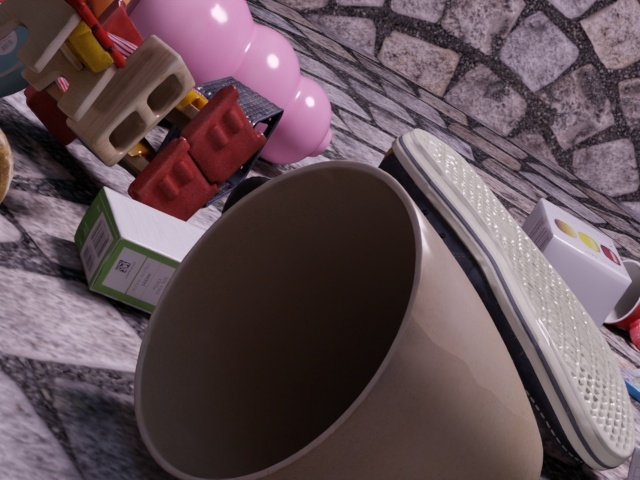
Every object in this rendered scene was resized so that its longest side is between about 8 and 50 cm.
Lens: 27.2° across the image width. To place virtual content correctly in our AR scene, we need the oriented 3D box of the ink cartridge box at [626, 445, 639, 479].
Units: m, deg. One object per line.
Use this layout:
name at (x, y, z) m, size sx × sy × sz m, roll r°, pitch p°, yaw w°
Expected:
ink cartridge box at (0.460, 0.279, 1.482) m, size 0.207 × 0.046 × 0.097 m, roll 15°, pitch 5°, yaw 33°

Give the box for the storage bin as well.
storage bin at (-0.124, -0.124, 1.615) m, size 0.084 × 0.122 × 0.180 m, roll 32°, pitch 15°, yaw 3°

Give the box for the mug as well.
mug at (0.546, 0.134, 2.198) m, size 0.169 × 0.150 × 0.113 m, roll 28°, pitch -22°, yaw -29°

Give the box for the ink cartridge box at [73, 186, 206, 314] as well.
ink cartridge box at (-0.118, 0.034, 1.234) m, size 0.209 × 0.062 × 0.109 m, roll 24°, pitch 17°, yaw -28°

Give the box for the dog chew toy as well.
dog chew toy at (-0.123, -0.225, 1.820) m, size 0.332 × 0.206 × 0.206 m, roll 35°, pitch 13°, yaw -18°

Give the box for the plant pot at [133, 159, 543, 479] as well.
plant pot at (0.044, 0.121, 1.004) m, size 0.274 × 0.256 × 0.256 m, roll 41°, pitch 6°, yaw -38°

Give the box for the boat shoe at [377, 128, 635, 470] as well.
boat shoe at (0.193, 0.079, 1.547) m, size 0.187 × 0.156 × 0.500 m, roll 21°, pitch 29°, yaw -50°

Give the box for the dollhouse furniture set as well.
dollhouse furniture set at (-0.214, -0.179, 1.292) m, size 0.201 × 0.152 × 0.374 m, roll 39°, pitch -10°, yaw 25°

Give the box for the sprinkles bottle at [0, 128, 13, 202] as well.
sprinkles bottle at (-0.363, -0.134, 1.184) m, size 0.121 × 0.121 × 0.355 m, roll 22°, pitch 18°, yaw -32°

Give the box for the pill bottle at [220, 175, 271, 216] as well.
pill bottle at (0.000, 0.000, 1.461) m, size 0.219 × 0.122 × 0.123 m, roll 17°, pitch 21°, yaw -44°

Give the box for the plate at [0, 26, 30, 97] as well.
plate at (-0.359, -0.224, 1.362) m, size 0.188 × 0.188 × 0.024 m, roll 25°, pitch 27°, yaw -21°

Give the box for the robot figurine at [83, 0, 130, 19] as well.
robot figurine at (-0.305, -0.393, 2.114) m, size 0.158 × 0.128 × 0.219 m, roll 32°, pitch 13°, yaw -26°

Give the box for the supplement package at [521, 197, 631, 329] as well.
supplement package at (0.362, 0.049, 1.991) m, size 0.139 × 0.134 × 0.244 m, roll 30°, pitch 15°, yaw -3°

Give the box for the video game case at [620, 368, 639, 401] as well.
video game case at (0.493, 0.226, 1.910) m, size 0.119 × 0.015 × 0.166 m, roll 39°, pitch 16°, yaw 27°
